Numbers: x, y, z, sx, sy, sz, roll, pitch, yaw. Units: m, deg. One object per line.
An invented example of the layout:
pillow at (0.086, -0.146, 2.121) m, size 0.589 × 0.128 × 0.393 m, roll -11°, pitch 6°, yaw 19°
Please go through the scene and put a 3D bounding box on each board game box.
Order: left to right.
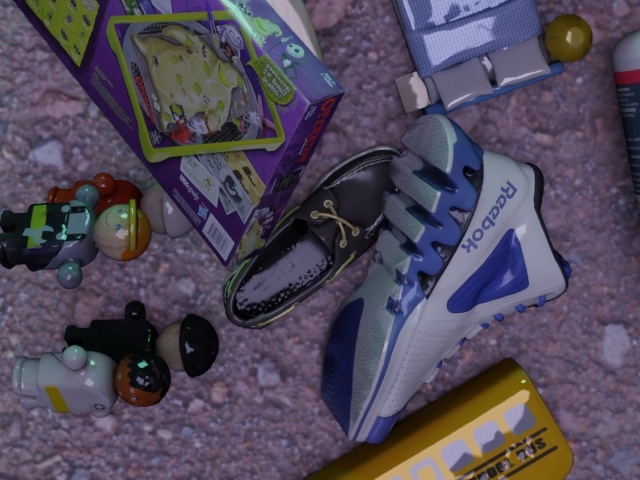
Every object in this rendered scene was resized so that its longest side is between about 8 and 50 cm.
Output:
board game box at (-0.133, -0.169, 1.219) m, size 0.056 × 0.208 × 0.347 m, roll -25°, pitch 66°, yaw -35°

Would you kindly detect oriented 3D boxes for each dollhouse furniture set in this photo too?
dollhouse furniture set at (0.071, -0.246, 1.271) m, size 0.303 × 0.198 × 0.286 m, roll -18°, pitch 97°, yaw 0°

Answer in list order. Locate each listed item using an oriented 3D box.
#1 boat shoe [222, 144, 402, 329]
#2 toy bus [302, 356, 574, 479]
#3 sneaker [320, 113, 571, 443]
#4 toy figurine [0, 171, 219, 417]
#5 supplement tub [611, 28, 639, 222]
boat shoe at (0.000, 0.000, 1.359) m, size 0.228 × 0.069 × 0.081 m, roll -44°, pitch 96°, yaw 3°
toy bus at (0.077, 0.254, 1.368) m, size 0.332 × 0.108 × 0.130 m, roll -31°, pitch 96°, yaw 1°
sneaker at (0.131, 0.051, 1.331) m, size 0.182 × 0.127 × 0.316 m, roll 12°, pitch 110°, yaw -23°
toy figurine at (-0.183, 0.047, 1.287) m, size 0.148 × 0.209 × 0.213 m, roll -2°, pitch 97°, yaw 9°
supplement tub at (0.377, -0.069, 1.303) m, size 0.191 × 0.191 × 0.272 m, roll -12°, pitch 96°, yaw -1°
